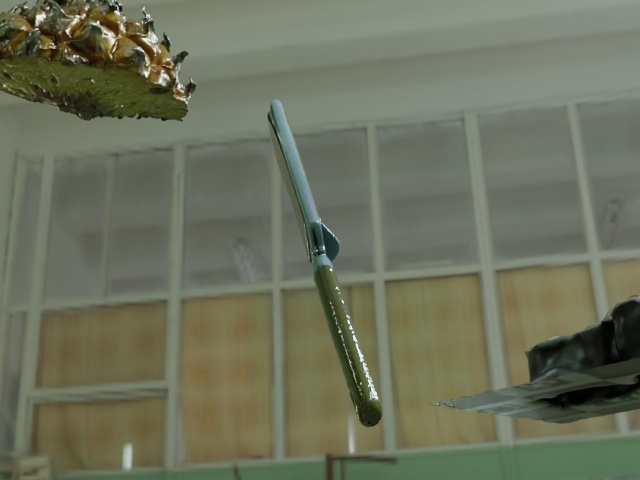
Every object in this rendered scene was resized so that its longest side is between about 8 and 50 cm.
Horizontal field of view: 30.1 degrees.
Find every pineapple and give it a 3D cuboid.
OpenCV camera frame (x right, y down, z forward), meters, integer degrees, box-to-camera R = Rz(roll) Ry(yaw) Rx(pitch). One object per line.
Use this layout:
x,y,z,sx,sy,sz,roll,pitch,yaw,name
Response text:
-0.233,-0.221,1.216,0.249,0.164,0.140,18,-14,-15,pineapple

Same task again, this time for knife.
0.000,-0.001,0.922,0.027,0.343,0.061,-14,-47,-4,knife

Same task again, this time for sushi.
0.328,0.086,1.140,0.373,0.100,0.296,-18,-21,33,sushi
